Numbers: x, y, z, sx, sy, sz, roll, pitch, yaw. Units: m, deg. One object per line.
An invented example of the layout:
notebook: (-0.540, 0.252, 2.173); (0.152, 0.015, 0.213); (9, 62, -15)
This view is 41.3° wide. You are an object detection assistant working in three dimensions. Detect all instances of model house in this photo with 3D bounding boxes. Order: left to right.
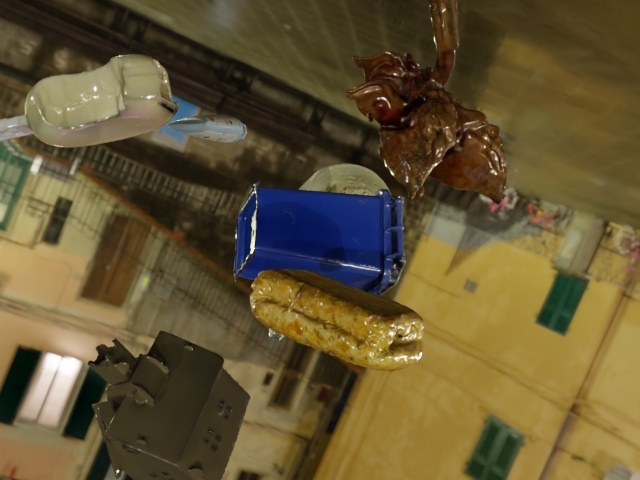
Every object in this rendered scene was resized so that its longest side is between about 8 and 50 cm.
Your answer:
model house: (-0.272, 0.252, 1.311); (0.204, 0.211, 0.243); (-21, 122, 32)

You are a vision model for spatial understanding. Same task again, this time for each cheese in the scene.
cheese: (-0.327, -0.159, 1.082); (0.286, 0.082, 0.163); (-15, 174, 0)

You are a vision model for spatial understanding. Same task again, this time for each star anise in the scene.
star anise: (0.117, -0.181, 1.021); (0.148, 0.346, 0.237); (-13, -151, 23)

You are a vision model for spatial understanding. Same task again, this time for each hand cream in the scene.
hand cream: (-0.165, -0.172, 1.307); (0.065, 0.043, 0.171); (-1, -175, 22)

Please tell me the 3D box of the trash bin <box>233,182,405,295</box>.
trash bin: (0.000, 0.000, 1.267); (0.234, 0.162, 0.184); (9, 155, -17)

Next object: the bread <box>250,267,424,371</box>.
bread: (0.018, 0.094, 1.021); (0.211, 0.083, 0.114); (17, -175, 36)

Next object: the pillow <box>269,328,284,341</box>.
pillow: (-0.061, 0.120, 1.927); (0.050, 0.148, 0.229); (30, -160, -4)

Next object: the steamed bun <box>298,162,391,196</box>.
steamed bun: (0.006, -0.032, 1.590); (0.155, 0.200, 0.250); (47, -139, 1)
